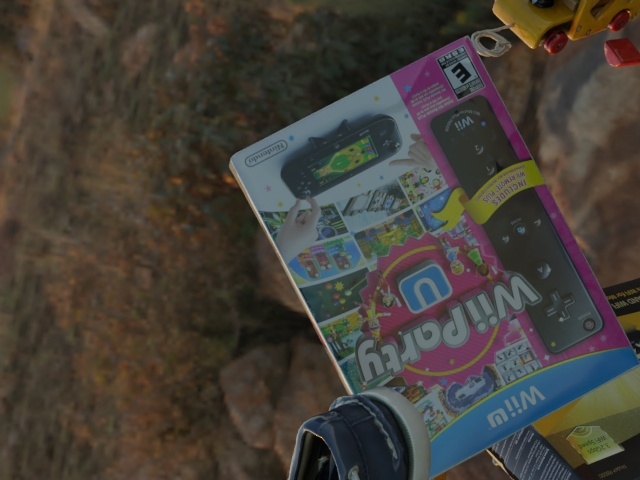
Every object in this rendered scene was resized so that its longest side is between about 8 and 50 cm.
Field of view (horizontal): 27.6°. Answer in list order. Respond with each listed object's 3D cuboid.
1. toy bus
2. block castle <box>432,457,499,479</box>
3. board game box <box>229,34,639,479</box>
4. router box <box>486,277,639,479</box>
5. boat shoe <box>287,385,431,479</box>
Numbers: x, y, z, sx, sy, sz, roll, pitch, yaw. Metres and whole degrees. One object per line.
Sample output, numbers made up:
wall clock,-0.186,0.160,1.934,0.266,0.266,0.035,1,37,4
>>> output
toy bus,0.277,-0.287,1.451,0.104,0.191,0.202,104,179,-46
block castle,0.249,0.349,1.520,0.213,0.453,0.303,153,120,-61
board game box,0.091,0.018,1.081,0.303,0.224,0.097,62,175,-1
router box,0.308,0.168,1.383,0.243,0.309,0.081,47,136,37
boat shoe,0.005,0.212,0.795,0.095,0.079,0.254,34,122,39
